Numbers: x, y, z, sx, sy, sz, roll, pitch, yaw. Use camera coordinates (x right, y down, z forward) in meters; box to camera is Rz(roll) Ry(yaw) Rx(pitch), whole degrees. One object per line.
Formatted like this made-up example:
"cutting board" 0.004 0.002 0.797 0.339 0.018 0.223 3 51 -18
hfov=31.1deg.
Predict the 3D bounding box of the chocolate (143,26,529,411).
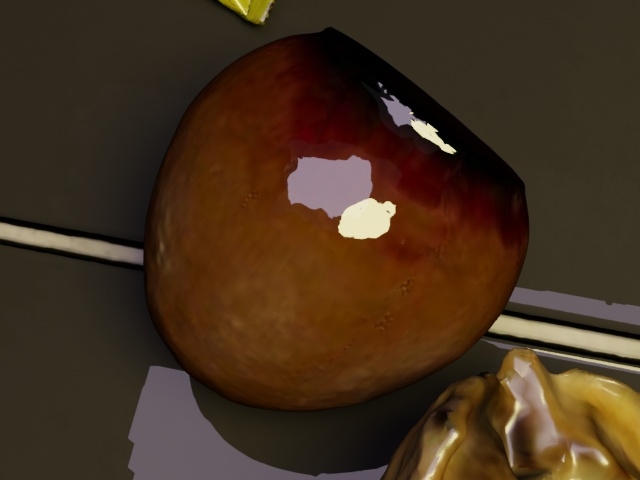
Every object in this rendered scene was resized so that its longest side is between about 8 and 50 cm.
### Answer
"chocolate" 0.000 0.000 0.522 0.176 0.177 0.177 -1 68 3

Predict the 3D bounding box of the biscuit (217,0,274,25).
"biscuit" -0.155 -0.188 0.667 0.291 0.026 0.048 20 90 11

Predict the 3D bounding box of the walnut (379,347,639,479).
"walnut" 0.087 0.161 0.439 0.204 0.141 0.238 42 32 -1
